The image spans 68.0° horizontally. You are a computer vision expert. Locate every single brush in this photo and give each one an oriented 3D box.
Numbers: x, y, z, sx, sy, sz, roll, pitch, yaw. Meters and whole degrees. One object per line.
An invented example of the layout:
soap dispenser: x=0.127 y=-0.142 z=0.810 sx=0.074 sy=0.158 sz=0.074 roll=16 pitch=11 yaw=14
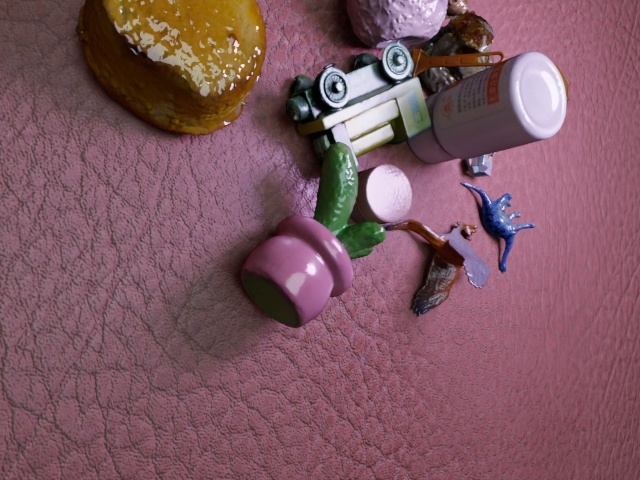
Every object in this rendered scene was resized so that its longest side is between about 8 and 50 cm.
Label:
brush: x=0.327 y=-0.474 z=1.258 sx=0.017 sy=0.314 sz=0.090 roll=33 pitch=70 yaw=-57

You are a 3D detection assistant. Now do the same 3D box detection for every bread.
bread: x=-0.272 y=-0.398 z=0.944 sx=0.358 sy=0.204 sz=0.337 roll=30 pitch=77 yaw=-27

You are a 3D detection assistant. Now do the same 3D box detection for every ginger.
ginger: x=0.331 y=-0.696 z=1.288 sx=0.333 sy=0.081 sz=0.148 roll=32 pitch=25 yaw=-59

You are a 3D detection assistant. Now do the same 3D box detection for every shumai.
shumai: x=0.435 y=-0.529 z=1.360 sx=0.260 sy=0.222 sz=0.225 roll=-14 pitch=91 yaw=-35

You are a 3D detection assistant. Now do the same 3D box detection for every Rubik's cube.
Rubik's cube: x=0.478 y=-0.237 z=1.443 sx=0.073 sy=0.075 sz=0.084 roll=16 pitch=63 yaw=-45

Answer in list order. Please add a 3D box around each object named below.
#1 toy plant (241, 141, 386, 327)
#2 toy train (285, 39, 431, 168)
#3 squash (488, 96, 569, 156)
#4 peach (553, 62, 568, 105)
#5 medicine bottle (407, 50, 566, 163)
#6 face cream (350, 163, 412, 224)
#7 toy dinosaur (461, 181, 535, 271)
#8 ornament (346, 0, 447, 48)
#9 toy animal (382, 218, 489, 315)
toy plant: x=-0.006 y=0.002 z=1.049 sx=0.356 sy=0.210 sz=0.317 roll=-40 pitch=130 yaw=-25
toy train: x=0.103 y=-0.331 z=1.189 sx=0.397 sy=0.160 sz=0.253 roll=-30 pitch=110 yaw=-27
squash: x=0.578 y=-0.351 z=1.408 sx=0.093 sy=0.252 sz=0.169 roll=38 pitch=69 yaw=-21
peach: x=0.703 y=-0.479 z=1.554 sx=0.251 sy=0.153 sz=0.251 roll=3 pitch=85 yaw=-38
medicine bottle: x=0.414 y=-0.327 z=1.242 sx=0.211 sy=0.371 sz=0.211 roll=2 pitch=87 yaw=-30
face cream: x=0.147 y=-0.115 z=1.223 sx=0.149 sy=0.104 sz=0.149 roll=2 pitch=85 yaw=-30
toy dinosaur: x=0.568 y=-0.070 z=1.482 sx=0.144 sy=0.076 sz=0.329 roll=-28 pitch=103 yaw=4
ornament: x=0.194 y=-0.616 z=1.200 sx=0.259 sy=0.259 sz=0.225 roll=-15 pitch=104 yaw=-30
toy animal: x=0.324 y=0.016 z=1.335 sx=0.284 sy=0.225 sz=0.302 roll=50 pitch=50 yaw=4
